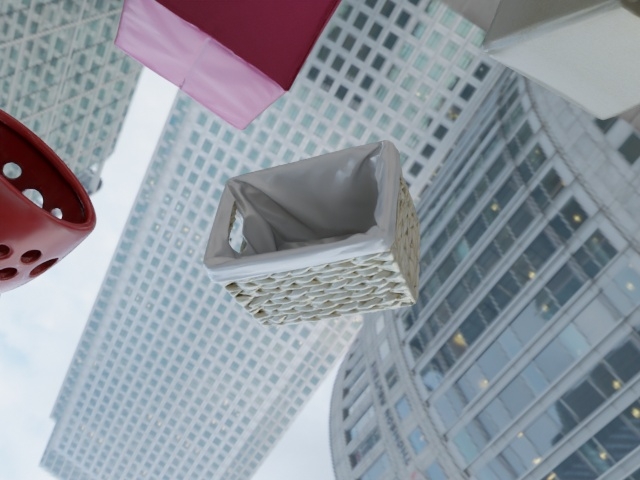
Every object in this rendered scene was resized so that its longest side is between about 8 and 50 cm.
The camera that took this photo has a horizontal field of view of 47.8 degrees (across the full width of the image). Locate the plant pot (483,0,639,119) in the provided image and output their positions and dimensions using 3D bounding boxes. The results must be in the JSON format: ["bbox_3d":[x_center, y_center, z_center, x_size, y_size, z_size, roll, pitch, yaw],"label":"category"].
[{"bbox_3d":[0.184,-0.148,0.437,0.109,0.109,0.096,23,177,-19],"label":"plant pot"}]

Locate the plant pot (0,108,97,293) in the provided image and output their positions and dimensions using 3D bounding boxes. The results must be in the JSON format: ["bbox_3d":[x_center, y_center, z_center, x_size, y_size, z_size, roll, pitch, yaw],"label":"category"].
[{"bbox_3d":[-0.363,-0.028,0.756,0.191,0.174,0.191,49,-172,-9],"label":"plant pot"}]

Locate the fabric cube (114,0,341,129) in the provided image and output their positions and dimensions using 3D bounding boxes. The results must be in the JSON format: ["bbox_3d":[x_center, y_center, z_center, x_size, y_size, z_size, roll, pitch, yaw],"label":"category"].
[{"bbox_3d":[-0.127,-0.358,1.081,0.259,0.258,0.254,33,-104,-15],"label":"fabric cube"}]

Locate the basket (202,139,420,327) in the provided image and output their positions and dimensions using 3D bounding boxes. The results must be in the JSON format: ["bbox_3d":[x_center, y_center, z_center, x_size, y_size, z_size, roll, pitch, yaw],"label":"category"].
[{"bbox_3d":[0.000,0.000,0.635,0.103,0.167,0.113,58,-150,-43],"label":"basket"}]
